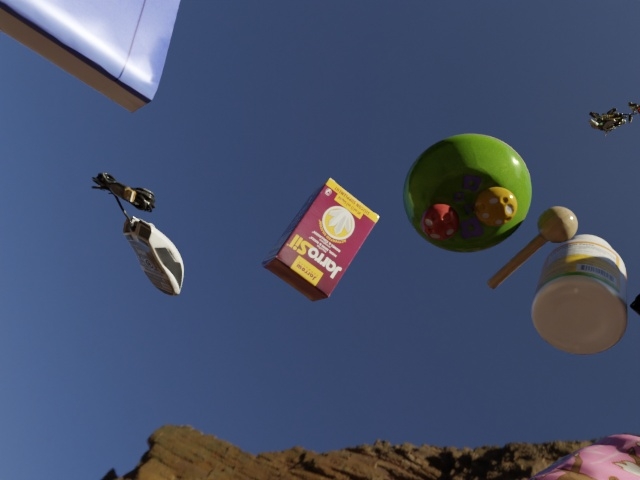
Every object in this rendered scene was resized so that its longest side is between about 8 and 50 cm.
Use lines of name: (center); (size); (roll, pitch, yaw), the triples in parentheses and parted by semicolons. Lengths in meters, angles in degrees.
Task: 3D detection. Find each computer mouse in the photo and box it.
computer mouse: (-0.233, -0.005, 0.694); (0.106, 0.042, 0.192); (15, -44, 33)

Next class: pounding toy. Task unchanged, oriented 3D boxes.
pounding toy: (0.225, -0.030, 0.715); (0.237, 0.110, 0.183); (39, -62, -7)

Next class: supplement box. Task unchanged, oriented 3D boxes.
supplement box: (0.000, 0.000, 0.417); (0.055, 0.043, 0.083); (37, -111, -10)

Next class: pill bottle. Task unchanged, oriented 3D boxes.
pill bottle: (0.455, 0.078, 0.888); (0.137, 0.246, 0.136); (12, -63, 25)

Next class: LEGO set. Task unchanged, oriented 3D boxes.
LEGO set: (0.348, -0.141, 0.597); (0.083, 0.054, 0.023); (-11, -65, 0)

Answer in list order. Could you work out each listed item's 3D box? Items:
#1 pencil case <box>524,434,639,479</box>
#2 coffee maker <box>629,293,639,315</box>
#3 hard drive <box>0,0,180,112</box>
pencil case: (0.114, 0.249, 0.313); (0.160, 0.386, 0.167); (56, -37, 41)
coffee maker: (0.554, 0.122, 0.726); (0.178, 0.171, 0.120); (52, -49, 28)
hard drive: (-0.233, -0.260, 0.340); (0.040, 0.319, 0.210); (-14, -120, 35)
